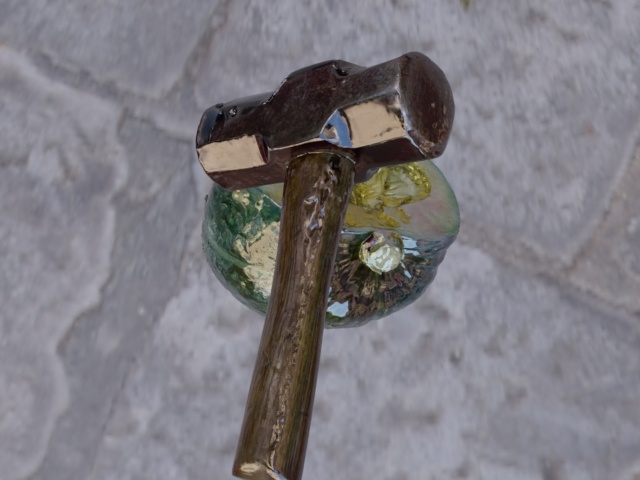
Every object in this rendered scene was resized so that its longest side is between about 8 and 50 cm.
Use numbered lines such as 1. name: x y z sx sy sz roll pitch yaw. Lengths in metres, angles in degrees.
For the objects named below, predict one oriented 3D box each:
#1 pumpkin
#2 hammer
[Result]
1. pumpkin: 0.000 0.000 2.041 0.293 0.263 0.197 7 122 -28
2. hammer: -0.016 0.031 1.562 0.242 0.408 0.095 -11 148 35
